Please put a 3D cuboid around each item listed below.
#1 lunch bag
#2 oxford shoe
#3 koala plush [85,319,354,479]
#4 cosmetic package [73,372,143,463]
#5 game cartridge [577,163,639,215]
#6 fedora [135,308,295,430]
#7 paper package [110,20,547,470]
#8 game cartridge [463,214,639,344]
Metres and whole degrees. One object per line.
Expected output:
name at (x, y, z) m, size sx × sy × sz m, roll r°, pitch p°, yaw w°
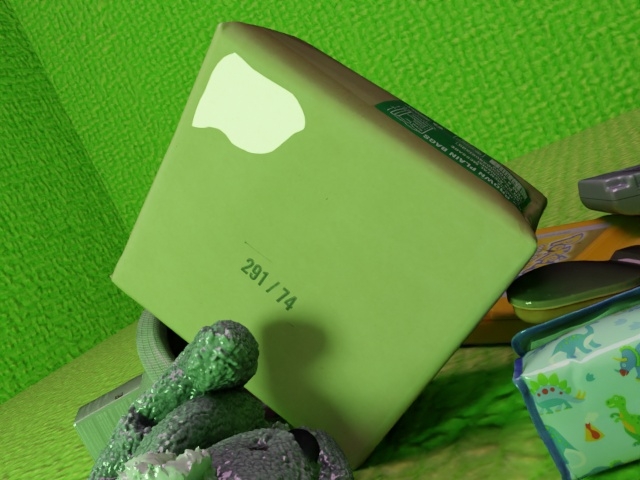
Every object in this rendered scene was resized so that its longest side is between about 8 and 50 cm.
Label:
lunch bag at (0.218, 0.094, 0.444) m, size 0.128 × 0.096 × 0.151 m, roll -26°, pitch -8°, yaw 19°
oxford shoe at (0.251, 0.054, 0.522) m, size 0.212 × 0.076 × 0.076 m, roll -6°, pitch 14°, yaw -26°
koala plush at (-0.066, 0.188, 0.416) m, size 0.203 × 0.196 × 0.221 m, roll -40°, pitch 11°, yaw -17°
cosmetic package at (-0.245, 0.250, 0.930) m, size 0.238 × 0.107 × 0.127 m, roll -31°, pitch 5°, yaw -19°
game cartridge at (0.494, -0.089, 0.748) m, size 0.297 × 0.062 × 0.198 m, roll -14°, pitch -1°, yaw 12°
fedora at (-0.130, 0.178, 0.734) m, size 0.124 × 0.243 × 0.275 m, roll -54°, pitch 9°, yaw 15°
paper package at (0.000, 0.000, 0.595) m, size 0.310 × 0.324 × 0.168 m, roll -59°, pitch -11°, yaw 27°
game cartridge at (0.280, 0.044, 0.772) m, size 0.285 × 0.053 × 0.323 m, roll -30°, pitch 7°, yaw -36°
